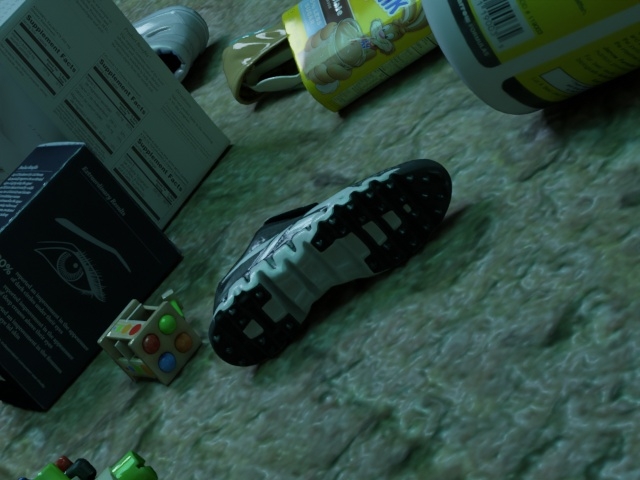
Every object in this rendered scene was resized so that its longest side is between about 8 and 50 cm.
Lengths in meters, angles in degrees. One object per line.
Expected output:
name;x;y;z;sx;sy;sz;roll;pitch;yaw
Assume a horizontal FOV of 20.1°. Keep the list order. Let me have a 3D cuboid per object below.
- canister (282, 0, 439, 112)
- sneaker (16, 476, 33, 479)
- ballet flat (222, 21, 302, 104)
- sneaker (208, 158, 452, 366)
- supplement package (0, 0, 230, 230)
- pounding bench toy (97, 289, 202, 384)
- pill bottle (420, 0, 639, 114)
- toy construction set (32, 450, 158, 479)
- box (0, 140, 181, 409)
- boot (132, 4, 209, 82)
canister;0.055;-0.214;1.732;0.170;0.073;0.126;-32;53;20
sneaker;-0.239;0.218;1.456;0.135;0.058;0.052;-28;27;25
ballet flat;-0.002;-0.203;1.851;0.232;0.080;0.073;-26;56;33
sneaker;0.000;0.000;1.470;0.234;0.078;0.106;-38;27;8
supplement package;-0.264;-0.136;1.846;0.204;0.262;0.145;-5;41;51
pounding bench toy;-0.136;0.076;1.560;0.065;0.052;0.083;-1;44;54
pill bottle;0.255;-0.237;1.388;0.334;0.188;0.188;-22;30;33
toy construction set;-0.200;0.250;1.235;0.328;0.151;0.215;-31;0;1
box;-0.260;0.030;1.693;0.207;0.153;0.108;-49;25;-22
boot;-0.253;-0.186;2.115;0.258;0.095;0.123;-28;20;21
